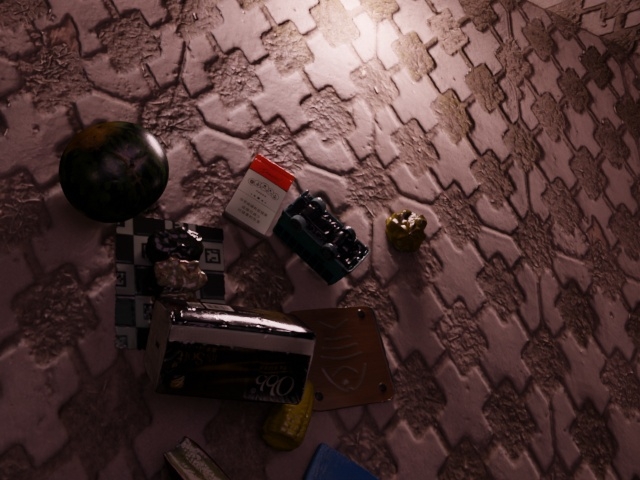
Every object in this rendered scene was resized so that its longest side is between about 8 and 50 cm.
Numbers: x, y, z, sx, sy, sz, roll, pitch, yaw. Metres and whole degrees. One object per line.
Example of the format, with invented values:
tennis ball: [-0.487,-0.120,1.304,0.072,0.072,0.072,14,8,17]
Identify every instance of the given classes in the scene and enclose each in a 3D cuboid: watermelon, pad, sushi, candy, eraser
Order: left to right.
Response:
watermelon: [-0.513,-0.168,1.811,0.268,0.269,0.269,14,58,-23]
sushi: [-0.362,0.089,1.849,0.296,0.100,0.373,8,60,-26]
candy: [-0.068,0.426,1.837,0.106,0.094,0.199,31,47,-4]
pad: [0.059,0.319,2.018,0.286,0.018,0.284,-2,65,-29]
eraser: [0.097,0.649,1.836,0.311,0.042,0.144,34,53,-9]

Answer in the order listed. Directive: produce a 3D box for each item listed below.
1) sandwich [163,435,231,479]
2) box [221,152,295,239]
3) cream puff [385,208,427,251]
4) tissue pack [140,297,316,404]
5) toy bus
sandwich: [-0.253,0.559,1.654,0.094,0.096,0.258,-40,89,-32]
box: [-0.177,-0.131,2.121,0.139,0.035,0.245,31,53,-11]
cream puff: [0.275,-0.040,2.281,0.146,0.116,0.146,11,61,-21]
tissue pack: [-0.222,0.257,1.734,0.369,0.210,0.198,11,100,-24]
toy bus: [0.000,0.000,2.078,0.256,0.147,0.128,44,52,5]
